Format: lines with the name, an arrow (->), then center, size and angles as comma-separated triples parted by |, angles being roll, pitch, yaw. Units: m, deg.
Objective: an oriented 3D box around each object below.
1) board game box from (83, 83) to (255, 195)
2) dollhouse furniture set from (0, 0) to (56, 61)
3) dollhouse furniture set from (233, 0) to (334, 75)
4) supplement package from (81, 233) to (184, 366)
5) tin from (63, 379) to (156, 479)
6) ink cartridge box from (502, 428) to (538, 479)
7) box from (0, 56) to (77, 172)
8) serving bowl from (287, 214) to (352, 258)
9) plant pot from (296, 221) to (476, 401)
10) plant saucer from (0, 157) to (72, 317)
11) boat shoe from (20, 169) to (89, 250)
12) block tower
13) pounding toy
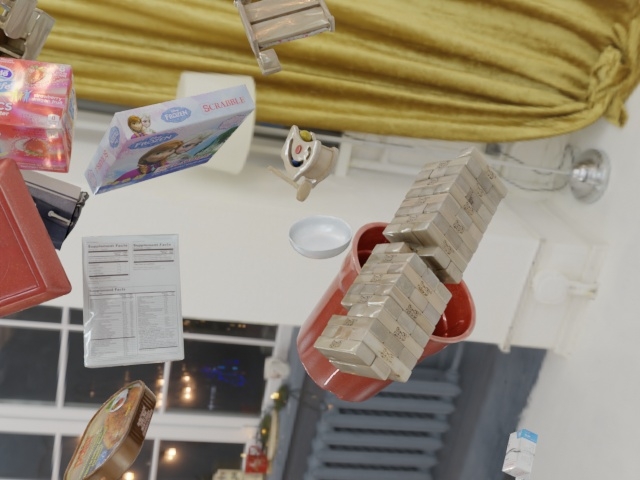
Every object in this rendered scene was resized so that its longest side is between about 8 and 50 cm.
board game box -> -0.351, -0.228, 1.559 | 0.318, 0.318, 0.066 | -32, 82, 56
dollhouse furniture set -> -0.679, -0.441, 1.361 | 0.161, 0.212, 0.242 | -64, -20, -1
dollhouse furniture set -> -0.038, -0.529, 1.642 | 0.174, 0.303, 0.356 | 85, 166, -62
supplement package -> -0.404, 0.134, 1.463 | 0.199, 0.198, 0.263 | 146, 121, -71
tin -> -0.276, 0.260, 0.902 | 0.040, 0.106, 0.190 | 56, -168, -19
ink cartridge box -> 0.327, 0.358, 1.119 | 0.048, 0.028, 0.083 | 118, 176, -59
box -> -0.604, -0.232, 1.218 | 0.142, 0.299, 0.154 | 116, 154, -59
serving bowl -> 0.000, 0.000, 0.879 | 0.083, 0.083, 0.027 | -102, 8, -55
plant pot -> 0.103, 0.154, 1.284 | 0.265, 0.272, 0.272 | -52, 29, 34
plant saucer -> -0.595, 0.022, 1.146 | 0.048, 0.258, 0.259 | -126, 17, -73
boat shoe -> -0.686, -0.088, 1.459 | 0.127, 0.340, 0.158 | 5, 76, 62
block tower -> 0.126, 0.031, 0.895 | 0.097, 0.091, 0.335 | -4, 46, 55
pounding toy -> -0.057, -0.251, 1.986 | 0.154, 0.154, 0.270 | -53, 37, 28
